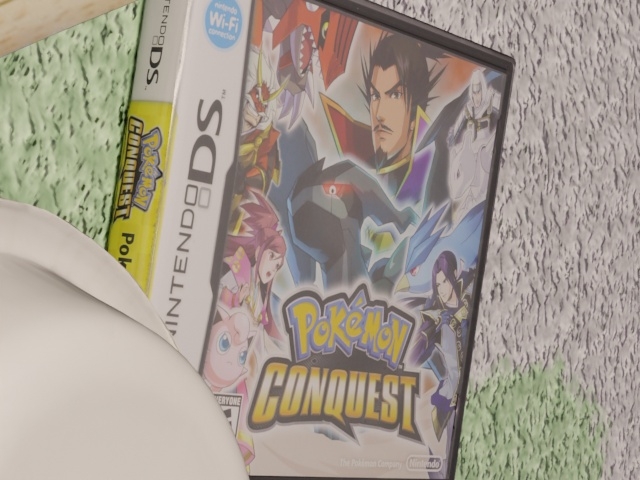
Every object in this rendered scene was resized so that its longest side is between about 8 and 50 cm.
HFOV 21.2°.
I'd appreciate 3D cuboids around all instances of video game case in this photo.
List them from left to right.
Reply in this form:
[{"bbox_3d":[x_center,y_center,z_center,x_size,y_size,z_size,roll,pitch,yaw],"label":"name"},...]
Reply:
[{"bbox_3d":[0.000,0.000,0.873,0.275,0.035,0.248,11,86,-51],"label":"video game case"}]

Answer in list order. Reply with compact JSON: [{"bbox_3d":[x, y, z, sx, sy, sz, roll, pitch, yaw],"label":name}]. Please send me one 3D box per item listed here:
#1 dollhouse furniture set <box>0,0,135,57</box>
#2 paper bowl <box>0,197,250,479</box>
[{"bbox_3d":[-0.109,-0.220,0.419,0.362,0.256,0.394,53,28,-40],"label":"dollhouse furniture set"},{"bbox_3d":[-0.129,0.124,0.610,0.284,0.148,0.284,6,83,-56],"label":"paper bowl"}]
